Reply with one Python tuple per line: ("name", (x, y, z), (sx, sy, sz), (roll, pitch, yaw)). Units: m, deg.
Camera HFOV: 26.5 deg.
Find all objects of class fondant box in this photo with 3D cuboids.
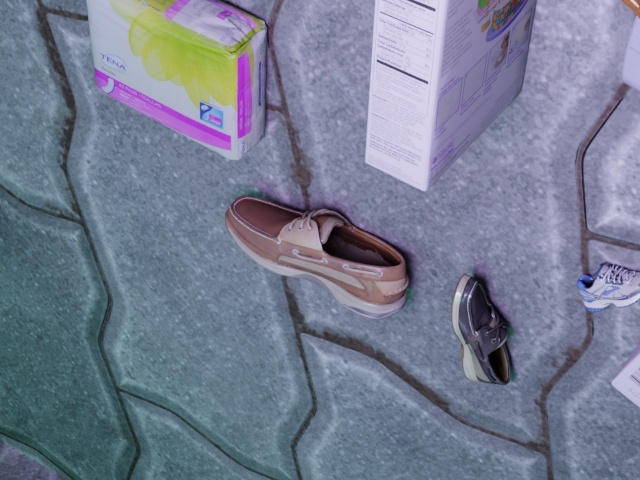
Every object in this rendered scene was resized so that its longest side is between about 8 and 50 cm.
("fondant box", (0.162, -0.256, 1.611), (0.096, 0.238, 0.330), (28, 142, 22))

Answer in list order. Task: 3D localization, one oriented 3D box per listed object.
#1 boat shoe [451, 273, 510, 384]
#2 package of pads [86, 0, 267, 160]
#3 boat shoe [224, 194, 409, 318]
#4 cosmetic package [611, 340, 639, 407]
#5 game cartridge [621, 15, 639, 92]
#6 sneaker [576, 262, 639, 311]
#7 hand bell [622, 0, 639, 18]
("boat shoe", (0.251, 0.138, 2.066), (0.073, 0.080, 0.223), (13, 140, 27))
("package of pads", (-0.220, -0.281, 2.068), (0.297, 0.101, 0.229), (27, 141, 21))
("boat shoe", (0.000, 0.000, 2.140), (0.324, 0.123, 0.116), (25, 134, 14))
("cosmetic package", (0.500, 0.141, 1.732), (0.151, 0.183, 0.151), (39, 144, 7))
("game cartridge", (0.456, -0.239, 1.507), (0.196, 0.060, 0.294), (39, 144, 13))
("sneaker", (0.402, 0.059, 1.860), (0.135, 0.052, 0.058), (-23, 105, 51))
("hand bell", (0.339, -0.273, 1.489), (0.242, 0.126, 0.126), (48, 145, 10))
